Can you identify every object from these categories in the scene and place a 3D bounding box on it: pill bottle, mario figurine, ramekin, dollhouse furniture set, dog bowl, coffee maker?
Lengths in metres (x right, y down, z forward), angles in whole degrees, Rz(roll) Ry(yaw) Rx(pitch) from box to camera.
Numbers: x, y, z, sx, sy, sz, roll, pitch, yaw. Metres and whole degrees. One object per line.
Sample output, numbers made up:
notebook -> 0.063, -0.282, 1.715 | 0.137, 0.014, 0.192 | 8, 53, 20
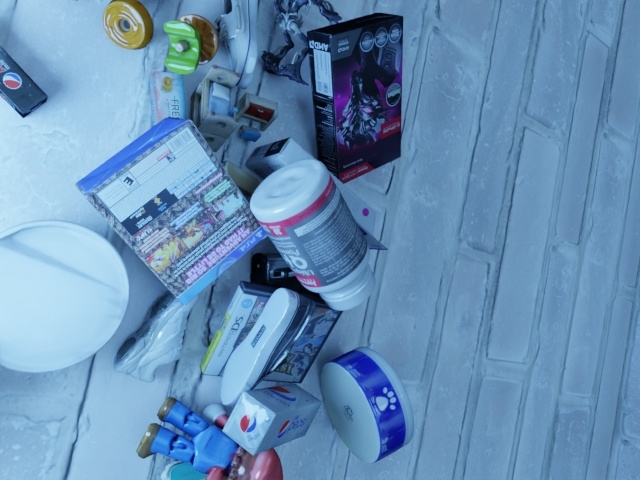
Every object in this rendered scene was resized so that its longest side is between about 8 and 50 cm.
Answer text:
pill bottle -> 0.000, 0.000, 1.059 | 0.176, 0.176, 0.318 | -47, 125, -22
mario figurine -> -0.231, 0.481, 1.067 | 0.320, 0.170, 0.198 | 31, 79, -3
ramekin -> -0.506, 0.095, 0.915 | 0.272, 0.127, 0.273 | -2, 93, -32
dollhouse furniture set -> -0.177, -0.272, 1.083 | 0.183, 0.129, 0.129 | 10, 66, -32
dog bowl -> 0.110, 0.411, 1.238 | 0.104, 0.265, 0.265 | -18, 102, -28
coffee maker -> -0.075, 0.107, 1.210 | 0.178, 0.120, 0.171 | -2, 119, -31

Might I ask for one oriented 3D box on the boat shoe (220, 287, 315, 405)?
boat shoe -> -0.114, 0.244, 1.087 | 0.102, 0.108, 0.301 | 25, 100, -34

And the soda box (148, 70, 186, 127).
soda box -> -0.325, -0.263, 1.054 | 0.063, 0.058, 0.183 | -6, 96, -32

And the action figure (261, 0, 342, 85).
action figure -> -0.042, -0.518, 1.159 | 0.141, 0.164, 0.276 | 2, 111, -56

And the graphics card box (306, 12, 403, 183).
graphics card box -> 0.095, -0.344, 1.215 | 0.232, 0.094, 0.371 | -27, 129, -29

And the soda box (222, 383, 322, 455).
soda box -> -0.098, 0.395, 1.116 | 0.098, 0.091, 0.286 | -62, 156, -1

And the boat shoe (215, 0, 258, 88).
boat shoe -> -0.193, -0.479, 1.108 | 0.088, 0.096, 0.268 | 3, 89, -28

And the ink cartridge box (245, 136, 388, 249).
ink cartridge box -> 0.003, -0.101, 1.199 | 0.371, 0.175, 0.069 | 41, 70, -27

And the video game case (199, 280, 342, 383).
video game case -> -0.111, 0.227, 1.160 | 0.274, 0.035, 0.248 | 16, 112, -32

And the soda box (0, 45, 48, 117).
soda box -> -0.583, -0.309, 0.891 | 0.060, 0.053, 0.169 | -48, 114, -21

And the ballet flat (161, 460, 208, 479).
ballet flat -> -0.249, 0.533, 1.131 | 0.241, 0.077, 0.091 | 13, 52, -29

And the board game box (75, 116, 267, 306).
board game box -> -0.290, -0.061, 0.993 | 0.232, 0.141, 0.291 | -41, 123, -16

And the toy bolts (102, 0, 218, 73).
toy bolts -> -0.311, -0.490, 1.010 | 0.218, 0.158, 0.229 | 15, 124, 1

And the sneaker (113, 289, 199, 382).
sneaker -> -0.332, 0.202, 1.065 | 0.232, 0.090, 0.115 | -51, 123, -10

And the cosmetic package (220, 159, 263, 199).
cosmetic package -> -0.188, -0.138, 1.146 | 0.115, 0.060, 0.041 | 30, 77, -28
